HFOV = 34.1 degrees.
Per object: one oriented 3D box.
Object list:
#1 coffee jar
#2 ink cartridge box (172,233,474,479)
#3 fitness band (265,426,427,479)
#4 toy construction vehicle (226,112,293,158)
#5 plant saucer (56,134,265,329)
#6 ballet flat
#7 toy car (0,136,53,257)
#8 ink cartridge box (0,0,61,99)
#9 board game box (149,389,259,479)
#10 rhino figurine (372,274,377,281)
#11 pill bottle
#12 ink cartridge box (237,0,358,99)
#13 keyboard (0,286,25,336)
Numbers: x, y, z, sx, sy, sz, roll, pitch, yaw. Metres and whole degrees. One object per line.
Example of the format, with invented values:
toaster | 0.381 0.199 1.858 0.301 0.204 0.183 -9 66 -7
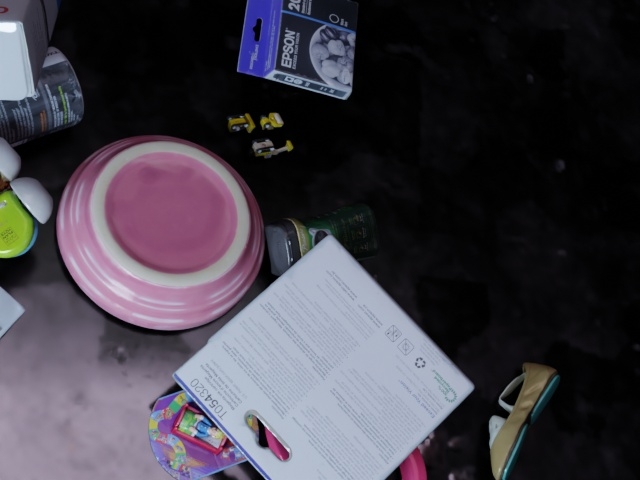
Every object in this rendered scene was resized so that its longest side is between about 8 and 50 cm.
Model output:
coffee jar | 0.000 0.000 1.713 0.184 0.079 0.096 -12 98 -27
ink cartridge box | 0.005 0.212 1.555 0.330 0.071 0.324 -41 85 -17
fitness band | 0.036 0.326 1.599 0.209 0.054 0.291 -33 82 -34
toy construction vehicle | -0.105 -0.180 1.794 0.098 0.035 0.086 -15 61 -30
plant saucer | -0.240 -0.028 1.634 0.332 0.084 0.332 8 64 -18
ballet flat | 0.319 0.296 1.724 0.073 0.080 0.232 23 52 22
toy car | -0.480 -0.047 1.519 0.159 0.136 0.182 -39 80 -9
ink cartridge box | -0.521 -0.348 1.554 0.223 0.129 0.307 0 41 -4
board game box | -0.168 0.276 1.548 0.168 0.033 0.133 -16 73 -28
rhino figurine | 0.111 0.145 1.679 0.073 0.106 0.243 -35 83 -32
pill bottle | -0.496 -0.200 1.584 0.245 0.130 0.130 -25 77 -30
ink cartridge box | -0.037 -0.373 1.902 0.208 0.045 0.206 12 63 -15
keyboard | -0.540 0.037 1.493 0.256 0.014 0.072 45 46 -12
